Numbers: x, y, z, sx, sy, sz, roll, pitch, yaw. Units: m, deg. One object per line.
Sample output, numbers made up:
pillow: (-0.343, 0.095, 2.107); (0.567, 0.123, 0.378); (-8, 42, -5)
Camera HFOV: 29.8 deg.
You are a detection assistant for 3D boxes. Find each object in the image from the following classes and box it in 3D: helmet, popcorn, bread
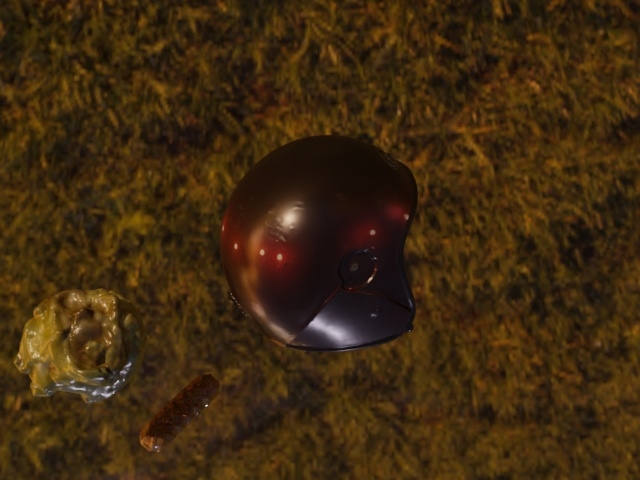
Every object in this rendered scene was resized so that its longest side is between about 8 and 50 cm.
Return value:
helmet: (0.000, 0.000, 1.165); (0.193, 0.189, 0.216); (34, 100, -30)
popcorn: (-0.313, 0.139, 1.573); (0.173, 0.142, 0.173); (-29, 165, -8)
bread: (-0.207, 0.254, 1.773); (0.044, 0.157, 0.052); (51, 145, -6)
